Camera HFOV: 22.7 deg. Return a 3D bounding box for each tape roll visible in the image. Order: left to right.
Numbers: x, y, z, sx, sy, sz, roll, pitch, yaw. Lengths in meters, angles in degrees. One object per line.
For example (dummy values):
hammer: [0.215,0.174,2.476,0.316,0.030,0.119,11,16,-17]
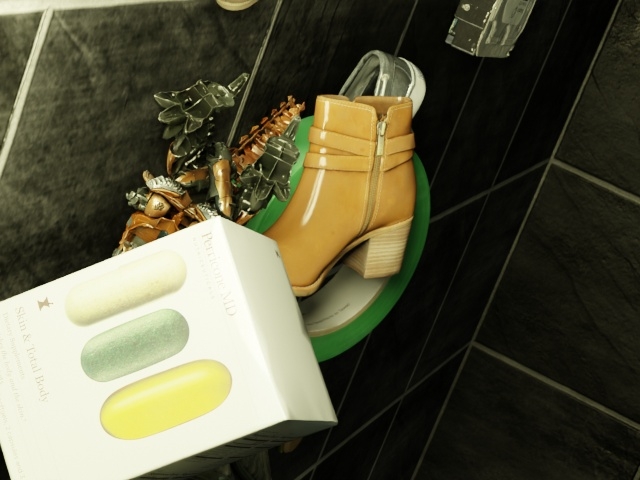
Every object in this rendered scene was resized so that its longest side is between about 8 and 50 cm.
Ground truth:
tape roll: [0.000,0.000,2.021,0.321,0.077,0.321,-25,131,-33]

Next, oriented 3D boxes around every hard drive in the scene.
hard drive: [0.318,-0.456,2.544,0.339,0.064,0.237,-66,164,13]

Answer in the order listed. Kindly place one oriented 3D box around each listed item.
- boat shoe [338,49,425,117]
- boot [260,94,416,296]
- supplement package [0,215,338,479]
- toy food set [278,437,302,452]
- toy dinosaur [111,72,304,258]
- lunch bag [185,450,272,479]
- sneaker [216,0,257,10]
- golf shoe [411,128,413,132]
boat shoe: [0.026,-0.113,2.110,0.102,0.108,0.301,18,109,-48]
boot: [-0.001,-0.056,1.849,0.283,0.109,0.220,-7,112,-31]
supplement package: [-0.155,0.124,1.509,0.263,0.199,0.198,-21,168,11]
toy food set: [-0.044,0.323,2.713,0.082,0.020,0.083,-46,157,-45]
toy dinosaur: [-0.124,-0.063,1.714,0.218,0.164,0.322,120,-11,-52]
lunch bag: [-0.174,0.255,1.894,0.305,0.213,0.256,70,32,-70]
sneaker: [-0.045,-0.316,1.618,0.188,0.066,0.071,-57,162,-23]
golf shoe: [0.111,-0.151,2.412,0.176,0.069,0.086,92,9,-61]
